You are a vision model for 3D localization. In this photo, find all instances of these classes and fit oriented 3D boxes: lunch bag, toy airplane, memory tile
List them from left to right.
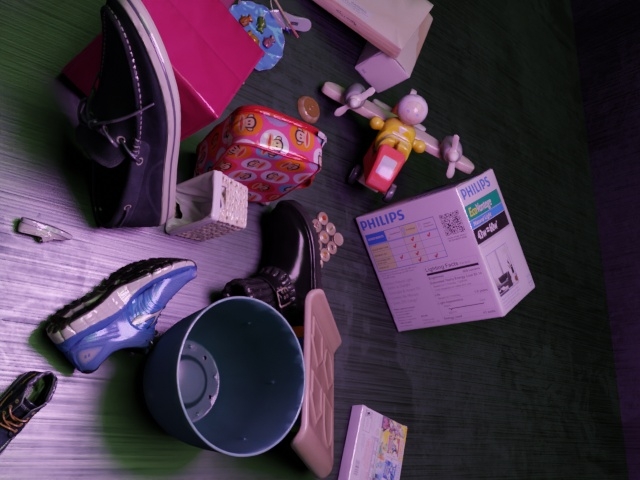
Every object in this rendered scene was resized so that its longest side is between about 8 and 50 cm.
[{"bbox_3d":[-0.126,-0.177,1.460,0.258,0.293,0.120,15,68,-30],"label":"lunch bag"},{"bbox_3d":[0.000,0.000,1.742,0.113,0.012,0.148,56,46,-16],"label":"memory tile"},{"bbox_3d":[0.233,-0.329,1.879,0.385,0.272,0.385,-12,64,-30],"label":"toy airplane"}]

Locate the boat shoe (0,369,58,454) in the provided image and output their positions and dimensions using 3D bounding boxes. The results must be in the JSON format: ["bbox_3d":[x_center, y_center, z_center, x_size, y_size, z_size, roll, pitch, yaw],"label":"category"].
[{"bbox_3d":[-0.522,0.296,1.094,0.065,0.083,0.183,45,51,-25],"label":"boat shoe"}]

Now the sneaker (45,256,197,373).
[{"bbox_3d":[-0.371,0.141,1.282,0.330,0.129,0.147,-38,118,-40],"label":"sneaker"}]

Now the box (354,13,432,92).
[{"bbox_3d":[0.238,-0.635,2.075,0.121,0.147,0.311,42,53,-27],"label":"box"}]

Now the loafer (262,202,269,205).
[{"bbox_3d":[-0.142,-0.147,1.637,0.045,0.039,0.125,52,41,-66],"label":"loafer"}]

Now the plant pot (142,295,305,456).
[{"bbox_3d":[-0.215,0.275,1.289,0.292,0.235,0.293,15,67,-39],"label":"plant pot"}]

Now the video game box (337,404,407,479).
[{"bbox_3d":[0.139,0.555,1.682,0.187,0.048,0.205,33,57,-31],"label":"video game box"}]

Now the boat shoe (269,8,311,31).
[{"bbox_3d":[-0.094,-0.619,1.821,0.142,0.049,0.040,4,30,-32],"label":"boat shoe"}]

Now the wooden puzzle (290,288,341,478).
[{"bbox_3d":[-0.022,0.330,1.474,0.322,0.080,0.348,71,22,-56],"label":"wooden puzzle"}]

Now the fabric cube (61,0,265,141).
[{"bbox_3d":[-0.325,-0.376,1.364,0.258,0.254,0.259,47,46,-26],"label":"fabric cube"}]

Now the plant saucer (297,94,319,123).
[{"bbox_3d":[-0.029,-0.372,1.825,0.083,0.015,0.084,15,68,-41],"label":"plant saucer"}]

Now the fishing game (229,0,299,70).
[{"bbox_3d":[-0.168,-0.545,1.705,0.264,0.041,0.189,-45,111,-31],"label":"fishing game"}]

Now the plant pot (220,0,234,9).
[{"bbox_3d":[-0.277,-0.612,1.542,0.201,0.180,0.202,14,69,-40],"label":"plant pot"}]

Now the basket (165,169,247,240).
[{"bbox_3d":[-0.247,-0.070,1.420,0.103,0.167,0.114,20,65,-46],"label":"basket"}]

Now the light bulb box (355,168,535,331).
[{"bbox_3d":[0.347,0.034,1.824,0.225,0.357,0.361,-26,97,-47],"label":"light bulb box"}]

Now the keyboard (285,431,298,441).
[{"bbox_3d":[-0.090,0.416,1.518,0.192,0.038,0.100,41,39,-35],"label":"keyboard"}]

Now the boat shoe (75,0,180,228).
[{"bbox_3d":[-0.361,-0.208,1.187,0.155,0.500,0.187,-20,53,-30],"label":"boat shoe"}]

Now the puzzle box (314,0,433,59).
[{"bbox_3d":[0.121,-0.746,1.945,0.408,0.052,0.272,36,56,-3],"label":"puzzle box"}]

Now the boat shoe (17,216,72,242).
[{"bbox_3d":[-0.523,-0.013,1.228,0.100,0.035,0.035,23,89,-42],"label":"boat shoe"}]

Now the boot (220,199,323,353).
[{"bbox_3d":[-0.124,0.075,1.514,0.260,0.131,0.348,-5,81,-45],"label":"boot"}]
